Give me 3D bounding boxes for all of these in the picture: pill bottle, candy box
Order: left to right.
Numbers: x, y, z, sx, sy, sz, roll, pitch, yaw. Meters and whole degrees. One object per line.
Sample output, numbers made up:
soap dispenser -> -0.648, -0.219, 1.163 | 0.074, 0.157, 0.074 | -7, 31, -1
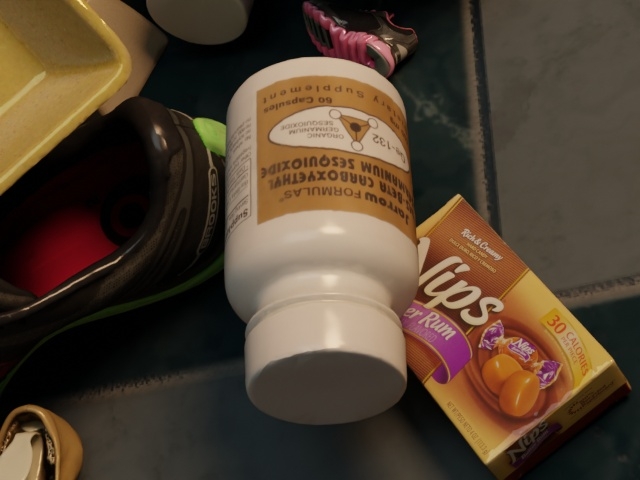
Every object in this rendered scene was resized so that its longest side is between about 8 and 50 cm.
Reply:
pill bottle -> -0.091, -0.292, 1.202 | 0.124, 0.124, 0.221 | -3, 58, 25
pill bottle -> 0.000, 0.000, 0.894 | 0.131, 0.131, 0.229 | -15, 53, 18
candy box -> 0.111, 0.065, 0.912 | 0.109, 0.053, 0.186 | -38, 51, 1

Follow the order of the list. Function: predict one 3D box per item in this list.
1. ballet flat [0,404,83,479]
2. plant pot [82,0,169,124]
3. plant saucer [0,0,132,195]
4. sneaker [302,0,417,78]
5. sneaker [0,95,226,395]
ballet flat -> -0.227, 0.226, 0.953 | 0.080, 0.073, 0.232 | -4, 55, 9
plant pot -> -0.225, -0.178, 1.211 | 0.109, 0.096, 0.109 | 13, 67, 32
plant saucer -> -0.356, -0.126, 0.894 | 0.333, 0.332, 0.081 | -43, 7, -9
sneaker -> 0.034, -0.179, 1.123 | 0.057, 0.047, 0.119 | -38, 52, -22
sneaker -> -0.279, 0.038, 1.015 | 0.483, 0.202, 0.185 | -37, 67, 1
